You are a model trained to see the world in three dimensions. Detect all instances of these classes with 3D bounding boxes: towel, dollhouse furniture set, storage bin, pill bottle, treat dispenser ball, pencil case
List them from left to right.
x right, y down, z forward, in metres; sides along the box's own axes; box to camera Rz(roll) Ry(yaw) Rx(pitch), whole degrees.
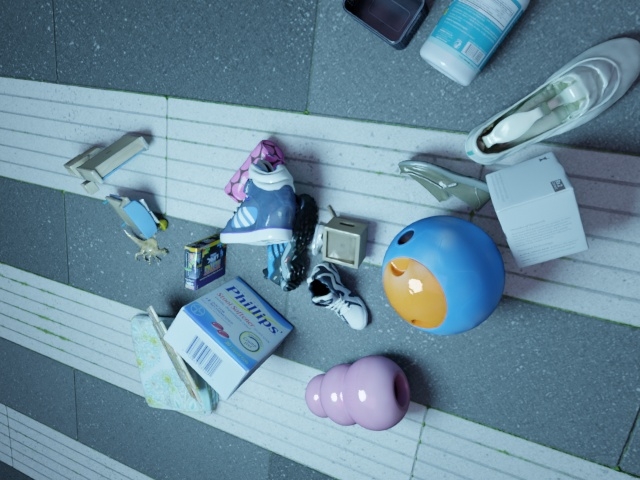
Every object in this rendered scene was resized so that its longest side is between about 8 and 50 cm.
[{"bbox_3d":[-0.669,-0.185,1.454,0.286,0.198,0.303,15,142,40],"label":"dollhouse furniture set"},{"bbox_3d":[-0.553,0.466,1.553,0.320,0.090,0.375,-1,102,21],"label":"towel"},{"bbox_3d":[-0.197,-0.199,1.248,0.098,0.095,0.209,42,117,-7],"label":"pencil case"},{"bbox_3d":[0.159,-0.571,1.014,0.180,0.084,0.122,40,114,9],"label":"storage bin"},{"bbox_3d":[0.294,0.083,1.010,0.288,0.288,0.288,5,105,21],"label":"treat dispenser ball"},{"bbox_3d":[0.354,-0.496,0.919,0.146,0.146,0.264,39,113,9],"label":"pill bottle"}]

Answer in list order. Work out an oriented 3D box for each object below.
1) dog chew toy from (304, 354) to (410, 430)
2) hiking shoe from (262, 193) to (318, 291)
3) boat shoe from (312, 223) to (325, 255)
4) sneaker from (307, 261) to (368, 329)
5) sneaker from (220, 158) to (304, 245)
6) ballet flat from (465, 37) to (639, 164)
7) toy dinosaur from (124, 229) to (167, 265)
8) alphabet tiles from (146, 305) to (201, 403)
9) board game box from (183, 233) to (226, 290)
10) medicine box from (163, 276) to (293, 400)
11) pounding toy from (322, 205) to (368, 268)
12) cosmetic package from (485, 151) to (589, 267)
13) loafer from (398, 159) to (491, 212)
[{"bbox_3d":[0.093,0.457,1.237,0.331,0.206,0.207,-17,96,32],"label":"dog chew toy"},{"bbox_3d":[-0.104,-0.001,1.246,0.132,0.113,0.304,22,103,28],"label":"hiking shoe"},{"bbox_3d":[0.000,0.000,1.246,0.035,0.035,0.100,15,101,21],"label":"boat shoe"},{"bbox_3d":[0.040,0.181,1.207,0.094,0.153,0.235,-30,91,27],"label":"sneaker"},{"bbox_3d":[-0.183,-0.109,1.197,0.322,0.130,0.237,-4,83,51],"label":"sneaker"},{"bbox_3d":[0.512,-0.294,0.915,0.400,0.139,0.139,-31,90,25],"label":"ballet flat"},{"bbox_3d":[-0.636,0.031,1.509,0.183,0.053,0.093,24,95,7],"label":"toy dinosaur"},{"bbox_3d":[-0.487,0.372,1.360,0.343,0.011,0.285,63,151,-2],"label":"alphabet tiles"},{"bbox_3d":[-0.369,0.066,1.335,0.048,0.170,0.141,11,108,18],"label":"board game box"},{"bbox_3d":[-0.275,0.287,1.285,0.263,0.289,0.149,41,116,8],"label":"medicine box"},{"bbox_3d":[0.063,-0.013,1.194,0.141,0.100,0.130,14,122,21],"label":"pounding toy"},{"bbox_3d":[0.484,-0.067,0.933,0.151,0.151,0.184,-20,123,25],"label":"cosmetic package"},{"bbox_3d":[0.310,-0.140,1.052,0.251,0.094,0.088,22,106,15],"label":"loafer"}]
